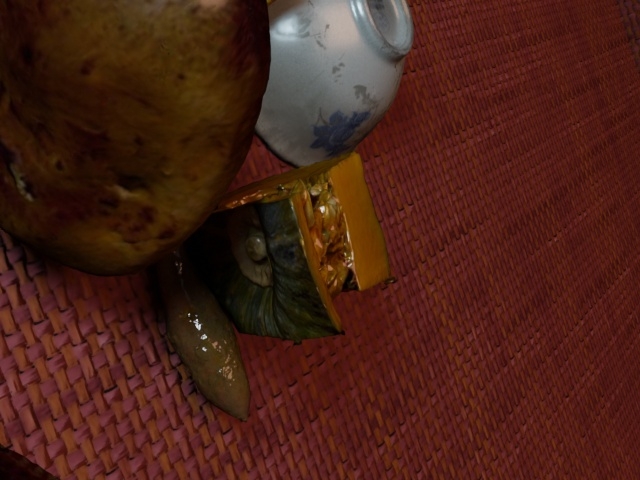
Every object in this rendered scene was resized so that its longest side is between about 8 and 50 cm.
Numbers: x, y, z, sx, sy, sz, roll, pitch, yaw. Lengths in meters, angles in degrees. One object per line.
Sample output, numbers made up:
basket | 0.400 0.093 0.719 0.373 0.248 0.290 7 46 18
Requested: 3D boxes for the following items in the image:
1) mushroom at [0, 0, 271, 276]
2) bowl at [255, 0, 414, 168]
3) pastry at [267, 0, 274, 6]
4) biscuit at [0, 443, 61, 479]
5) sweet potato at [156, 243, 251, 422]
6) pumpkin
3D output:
mushroom | -0.151 -0.154 0.823 0.259 0.345 0.345 -12 87 -41
bowl | 0.020 -0.245 1.247 0.313 0.146 0.313 28 55 -50
pastry | -0.128 -0.331 1.073 0.250 0.154 0.102 50 8 -13
biscuit | -0.199 0.179 0.618 0.388 0.073 0.107 33 40 -1
sweet potato | -0.114 0.076 0.993 0.068 0.060 0.206 -138 -152 -81
pumpkin | 0.000 0.001 0.988 0.190 0.280 0.139 -20 99 -26
